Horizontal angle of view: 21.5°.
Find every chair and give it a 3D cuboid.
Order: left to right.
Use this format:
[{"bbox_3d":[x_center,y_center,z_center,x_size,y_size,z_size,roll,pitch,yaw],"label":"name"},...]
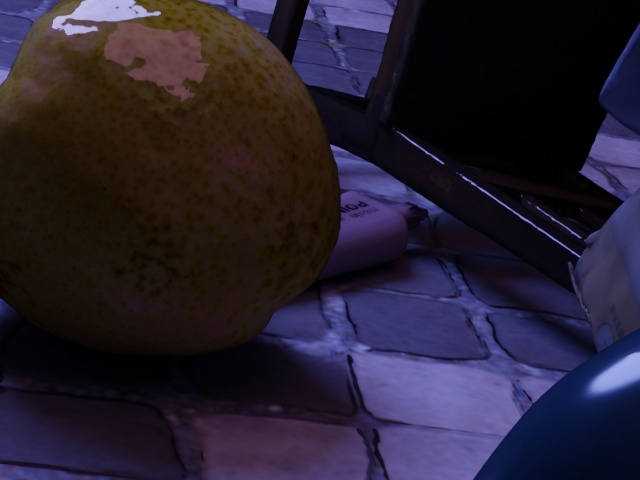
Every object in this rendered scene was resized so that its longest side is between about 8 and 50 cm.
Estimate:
[{"bbox_3d":[0.130,-0.134,1.021,0.203,0.240,0.416,11,15,-41],"label":"chair"}]

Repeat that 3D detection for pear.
[{"bbox_3d":[-0.075,-0.027,0.759,0.178,0.178,0.178,11,19,-4],"label":"pear"}]

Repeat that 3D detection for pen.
[{"bbox_3d":[0.000,0.000,0.915,0.053,0.032,0.197,24,24,32],"label":"pen"}]

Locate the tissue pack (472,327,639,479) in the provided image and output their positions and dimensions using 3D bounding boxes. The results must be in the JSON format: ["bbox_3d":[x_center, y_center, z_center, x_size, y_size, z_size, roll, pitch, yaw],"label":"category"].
[{"bbox_3d":[0.163,0.122,0.360,0.287,0.206,0.198,22,7,31],"label":"tissue pack"}]

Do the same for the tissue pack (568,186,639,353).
[{"bbox_3d":[0.221,0.074,0.619,0.215,0.123,0.256,12,36,-11],"label":"tissue pack"}]

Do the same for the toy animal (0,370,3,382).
[{"bbox_3d":[-0.160,0.075,0.580,0.079,0.070,0.253,44,-1,-14],"label":"toy animal"}]

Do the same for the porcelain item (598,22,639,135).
[{"bbox_3d":[0.349,-0.029,0.813,0.405,0.242,0.178,34,27,12],"label":"porcelain item"}]
